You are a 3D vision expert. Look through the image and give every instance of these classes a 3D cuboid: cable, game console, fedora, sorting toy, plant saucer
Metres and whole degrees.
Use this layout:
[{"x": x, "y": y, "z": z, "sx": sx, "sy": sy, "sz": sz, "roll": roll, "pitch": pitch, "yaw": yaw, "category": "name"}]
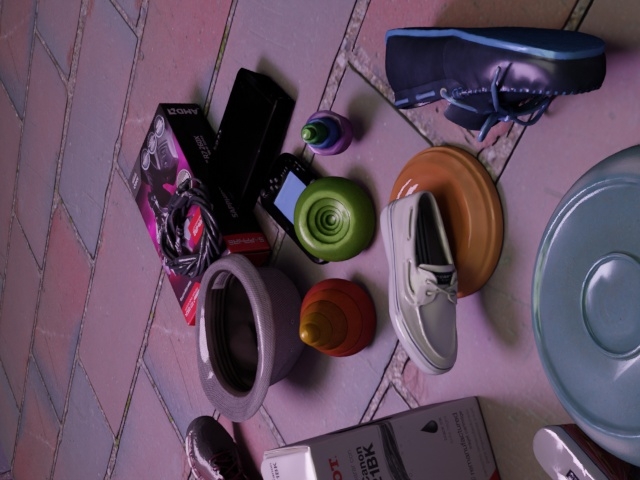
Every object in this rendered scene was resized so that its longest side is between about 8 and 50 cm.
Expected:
[{"x": -0.226, "y": -0.009, "z": 1.449, "sx": 0.151, "sy": 0.047, "sz": 0.184, "roll": 58, "pitch": 133, "yaw": 23, "category": "cable"}, {"x": -0.065, "y": -0.111, "z": 1.341, "sx": 0.361, "sy": 0.043, "sz": 0.213, "roll": 46, "pitch": 126, "yaw": 37, "category": "game console"}, {"x": -0.107, "y": 0.153, "z": 1.387, "sx": 0.243, "sy": 0.124, "sz": 0.276, "roll": 11, "pitch": 104, "yaw": 53, "category": "fedora"}, {"x": 0.000, "y": 0.000, "z": 1.172, "sx": 0.127, "sy": 0.126, "sz": 0.366, "roll": 1, "pitch": 98, "yaw": 22, "category": "sorting toy"}, {"x": 0.300, "y": 0.062, "z": 0.802, "sx": 0.317, "sy": 0.043, "sz": 0.318, "roll": -178, "pitch": 90, "yaw": -66, "category": "plant saucer"}, {"x": 0.150, "y": -0.022, "z": 1.069, "sx": 0.200, "sy": 0.037, "sz": 0.200, "roll": 15, "pitch": 108, "yaw": 54, "category": "plant saucer"}]

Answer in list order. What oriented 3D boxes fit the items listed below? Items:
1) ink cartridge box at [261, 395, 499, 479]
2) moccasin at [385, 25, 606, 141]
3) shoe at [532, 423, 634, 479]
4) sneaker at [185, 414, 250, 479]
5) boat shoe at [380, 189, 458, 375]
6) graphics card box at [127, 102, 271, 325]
[{"x": 0.086, "y": 0.319, "z": 1.011, "sx": 0.114, "sy": 0.272, "sz": 0.197, "roll": -29, "pitch": 72, "yaw": 53, "category": "ink cartridge box"}, {"x": 0.190, "y": -0.179, "z": 0.929, "sx": 0.342, "sy": 0.137, "sz": 0.117, "roll": -146, "pitch": 52, "yaw": -64, "category": "moccasin"}, {"x": 0.303, "y": 0.260, "z": 0.857, "sx": 0.178, "sy": 0.081, "sz": 0.064, "roll": 56, "pitch": 137, "yaw": 38, "category": "shoe"}, {"x": -0.140, "y": 0.444, "z": 1.521, "sx": 0.162, "sy": 0.106, "sz": 0.282, "roll": -30, "pitch": 82, "yaw": 48, "category": "sneaker"}, {"x": 0.127, "y": 0.048, "z": 1.006, "sx": 0.075, "sy": 0.083, "sz": 0.226, "roll": -33, "pitch": 68, "yaw": 53, "category": "boat shoe"}, {"x": -0.241, "y": -0.053, "z": 1.570, "sx": 0.233, "sy": 0.094, "sz": 0.371, "roll": -55, "pitch": 51, "yaw": 42, "category": "graphics card box"}]
